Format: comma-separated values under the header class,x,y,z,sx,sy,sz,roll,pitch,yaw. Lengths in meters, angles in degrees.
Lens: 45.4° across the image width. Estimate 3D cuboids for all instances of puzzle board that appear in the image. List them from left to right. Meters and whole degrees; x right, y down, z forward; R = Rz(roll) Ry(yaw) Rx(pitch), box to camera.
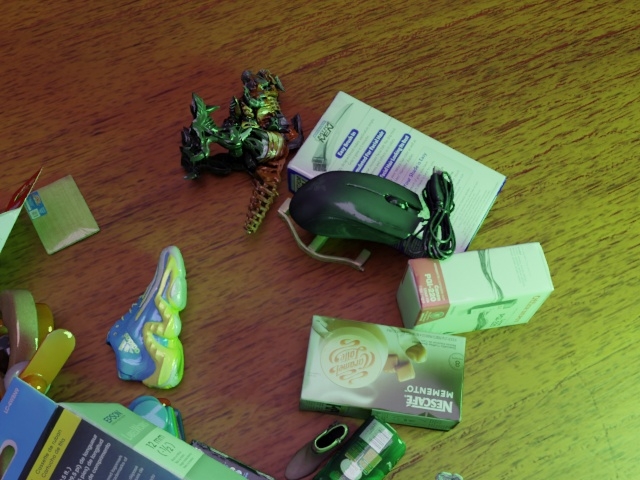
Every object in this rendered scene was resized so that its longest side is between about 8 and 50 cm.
class,x,y,z,sx,sy,sz,roll,pitch,yaw
puzzle board,-0.462,-0.046,1.358,0.096,0.011,0.128,-28,69,-13

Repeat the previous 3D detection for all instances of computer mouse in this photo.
class,x,y,z,sx,sy,sz,roll,pitch,yaw
computer mouse,0.083,-0.065,1.229,0.272,0.072,0.188,5,48,5

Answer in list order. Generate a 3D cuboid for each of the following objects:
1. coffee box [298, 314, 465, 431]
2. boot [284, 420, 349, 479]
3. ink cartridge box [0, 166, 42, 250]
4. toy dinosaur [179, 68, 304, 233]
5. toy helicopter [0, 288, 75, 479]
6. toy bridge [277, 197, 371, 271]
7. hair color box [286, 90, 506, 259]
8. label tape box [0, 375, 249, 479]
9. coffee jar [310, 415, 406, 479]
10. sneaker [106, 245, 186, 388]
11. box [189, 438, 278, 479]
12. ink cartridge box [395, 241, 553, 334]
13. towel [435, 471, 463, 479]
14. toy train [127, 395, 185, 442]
class,x,y,z,sx,sy,sz,roll,pitch,yaw
coffee box,0.097,0.214,1.220,0.247,0.098,0.141,9,66,1
boot,-0.006,0.321,1.173,0.118,0.087,0.042,-38,75,-17
ink cartridge box,-0.549,-0.011,1.246,0.066,0.189,0.232,26,65,-29
toy dinosaur,-0.130,-0.176,1.367,0.218,0.164,0.322,5,43,-18
toy helicopter,-0.449,0.248,1.128,0.140,0.235,0.355,5,81,-40
toy bridge,0.000,0.000,1.352,0.188,0.026,0.063,35,71,12
hair color box,0.130,-0.101,1.361,0.339,0.110,0.185,30,70,9
label tape box,-0.294,0.360,1.022,0.348,0.115,0.249,29,95,6
coffee jar,0.044,0.357,1.154,0.079,0.096,0.184,41,71,17
sneaker,-0.286,0.121,1.248,0.126,0.091,0.240,-1,67,-3
box,-0.163,0.433,1.134,0.175,0.051,0.220,24,67,7
ink cartridge box,0.247,0.085,1.253,0.218,0.158,0.092,-9,65,-7
towel,0.170,0.474,1.035,0.121,0.235,0.283,-14,66,1
toy train,-0.333,0.297,1.136,0.248,0.143,0.105,-11,66,-8
